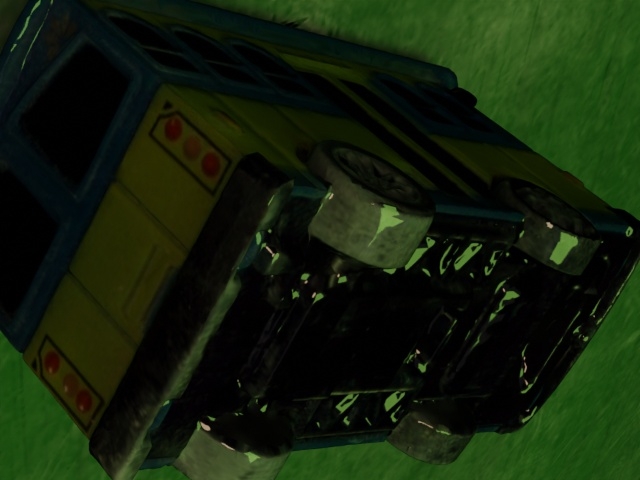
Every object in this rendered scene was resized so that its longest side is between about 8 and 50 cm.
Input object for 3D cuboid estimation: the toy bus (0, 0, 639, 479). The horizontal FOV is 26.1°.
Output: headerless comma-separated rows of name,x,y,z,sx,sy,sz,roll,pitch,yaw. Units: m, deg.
toy bus,0.000,0.000,0.605,0.287,0.175,0.138,4,121,-51
